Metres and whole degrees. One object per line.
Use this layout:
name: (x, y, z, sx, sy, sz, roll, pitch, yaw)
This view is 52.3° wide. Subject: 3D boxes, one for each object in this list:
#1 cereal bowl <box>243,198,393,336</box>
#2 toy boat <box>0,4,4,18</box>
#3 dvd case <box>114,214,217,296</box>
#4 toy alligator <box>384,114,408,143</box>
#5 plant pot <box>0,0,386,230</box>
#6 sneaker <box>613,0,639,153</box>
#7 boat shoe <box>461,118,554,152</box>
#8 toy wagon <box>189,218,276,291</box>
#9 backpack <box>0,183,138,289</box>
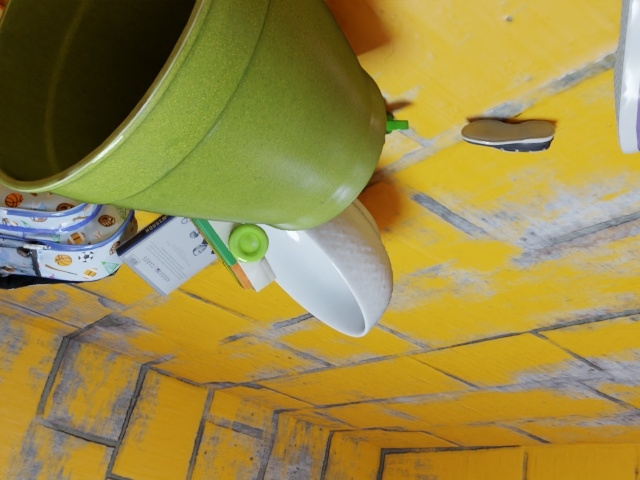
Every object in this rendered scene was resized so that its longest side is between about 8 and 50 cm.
cereal bowl: (0.000, 0.000, 1.131, 0.339, 0.141, 0.339, 39, 158, 19)
toy boat: (-0.526, -0.275, 0.920, 0.151, 0.151, 0.231, 47, 148, -2)
dvd case: (-0.246, -0.005, 1.241, 0.029, 0.238, 0.179, 50, 173, 32)
toy alligator: (0.040, -0.168, 0.954, 0.189, 0.056, 0.051, 2, -168, 21)
plant pot: (-0.114, -0.169, 0.731, 0.366, 0.366, 0.353, -9, 158, 36)
sneaker: (0.401, -0.192, 0.692, 0.161, 0.102, 0.282, -1, 151, 18)
boat shoe: (0.260, -0.143, 0.911, 0.125, 0.046, 0.038, -2, 147, 9)
toy wagon: (-0.189, -0.074, 1.015, 0.344, 0.068, 0.267, 54, 169, -8)
backpack: (-0.476, -0.051, 1.209, 0.263, 0.276, 0.213, 14, 141, -10)
